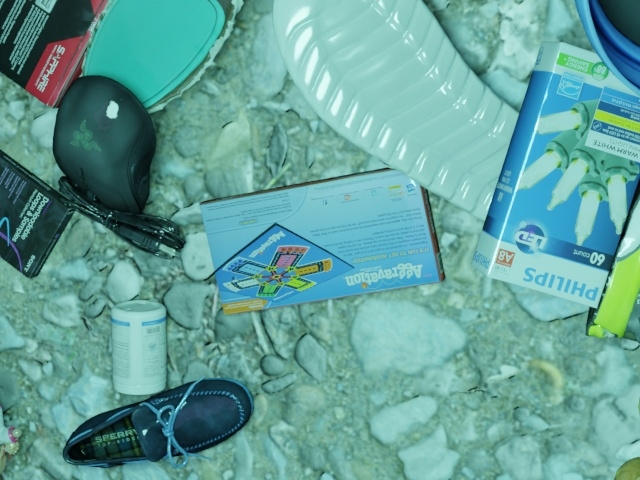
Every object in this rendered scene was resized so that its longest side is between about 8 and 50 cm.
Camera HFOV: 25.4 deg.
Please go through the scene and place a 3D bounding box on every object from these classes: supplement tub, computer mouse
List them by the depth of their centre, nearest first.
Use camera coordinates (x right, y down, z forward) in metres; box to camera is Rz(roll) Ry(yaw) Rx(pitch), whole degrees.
[{"bbox_3d":[-0.254,-0.080,1.671,0.189,0.072,0.272,27,147,15],"label":"computer mouse"},{"bbox_3d":[-0.228,0.134,1.788,0.071,0.071,0.107,6,103,17],"label":"supplement tub"}]

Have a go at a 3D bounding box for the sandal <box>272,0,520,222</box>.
[{"bbox_3d":[0.105,-0.152,1.599,0.416,0.102,0.169,43,91,-8],"label":"sandal"}]

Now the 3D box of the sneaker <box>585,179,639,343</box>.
[{"bbox_3d":[0.391,-0.018,1.550,0.121,0.111,0.299,18,111,0],"label":"sneaker"}]

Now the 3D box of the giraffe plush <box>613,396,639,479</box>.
[{"bbox_3d":[0.391,0.284,1.585,0.181,0.210,0.170,28,142,-2],"label":"giraffe plush"}]

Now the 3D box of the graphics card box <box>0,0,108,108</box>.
[{"bbox_3d":[-0.402,-0.358,1.726,0.371,0.094,0.232,34,109,7],"label":"graphics card box"}]

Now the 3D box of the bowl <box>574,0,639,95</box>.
[{"bbox_3d":[0.420,-0.309,1.372,0.391,0.077,0.391,-8,126,-12],"label":"bowl"}]

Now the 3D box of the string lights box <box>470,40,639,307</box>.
[{"bbox_3d":[0.269,-0.072,1.534,0.133,0.077,0.259,16,96,-10],"label":"string lights box"}]

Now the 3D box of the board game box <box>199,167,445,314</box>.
[{"bbox_3d":[0.000,0.000,1.708,0.281,0.027,0.145,-9,97,19],"label":"board game box"}]

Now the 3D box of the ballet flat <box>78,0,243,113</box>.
[{"bbox_3d":[-0.128,-0.315,1.629,0.147,0.147,0.409,39,113,7],"label":"ballet flat"}]

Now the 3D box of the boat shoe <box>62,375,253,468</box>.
[{"bbox_3d":[-0.206,0.249,1.794,0.258,0.089,0.109,-24,94,21],"label":"boat shoe"}]

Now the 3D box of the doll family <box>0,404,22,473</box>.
[{"bbox_3d":[-0.518,0.274,1.904,0.263,0.118,0.163,-13,91,2],"label":"doll family"}]

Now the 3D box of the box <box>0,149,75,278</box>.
[{"bbox_3d":[-0.406,-0.043,1.829,0.162,0.029,0.116,35,110,7],"label":"box"}]
